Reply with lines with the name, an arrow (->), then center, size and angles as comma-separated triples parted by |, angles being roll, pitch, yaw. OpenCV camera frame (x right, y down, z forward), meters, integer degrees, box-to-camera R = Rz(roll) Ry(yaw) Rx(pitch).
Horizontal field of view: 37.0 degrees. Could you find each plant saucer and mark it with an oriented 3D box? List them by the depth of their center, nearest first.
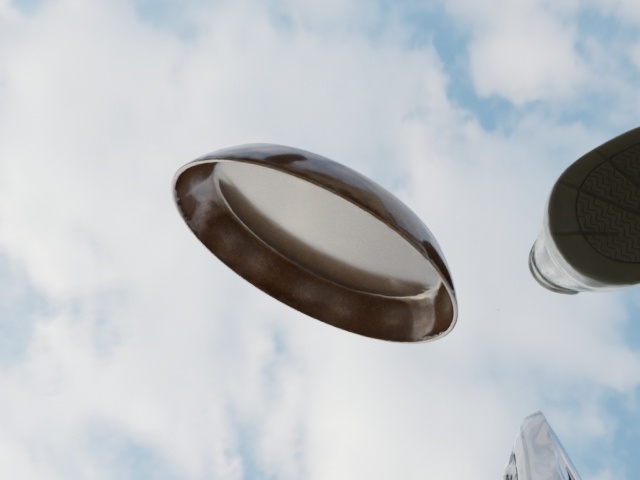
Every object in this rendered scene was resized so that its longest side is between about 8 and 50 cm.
plant saucer -> 0.000, 0.000, 0.513 | 0.168, 0.168, 0.029 | 24, -114, 11

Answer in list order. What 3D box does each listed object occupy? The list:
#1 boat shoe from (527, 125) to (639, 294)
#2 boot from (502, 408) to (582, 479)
boat shoe -> 0.286, -0.049, 0.623 | 0.320, 0.103, 0.118 | -25, -103, -6
boot -> 0.147, 0.214, 0.760 | 0.123, 0.258, 0.095 | -30, -96, 11
